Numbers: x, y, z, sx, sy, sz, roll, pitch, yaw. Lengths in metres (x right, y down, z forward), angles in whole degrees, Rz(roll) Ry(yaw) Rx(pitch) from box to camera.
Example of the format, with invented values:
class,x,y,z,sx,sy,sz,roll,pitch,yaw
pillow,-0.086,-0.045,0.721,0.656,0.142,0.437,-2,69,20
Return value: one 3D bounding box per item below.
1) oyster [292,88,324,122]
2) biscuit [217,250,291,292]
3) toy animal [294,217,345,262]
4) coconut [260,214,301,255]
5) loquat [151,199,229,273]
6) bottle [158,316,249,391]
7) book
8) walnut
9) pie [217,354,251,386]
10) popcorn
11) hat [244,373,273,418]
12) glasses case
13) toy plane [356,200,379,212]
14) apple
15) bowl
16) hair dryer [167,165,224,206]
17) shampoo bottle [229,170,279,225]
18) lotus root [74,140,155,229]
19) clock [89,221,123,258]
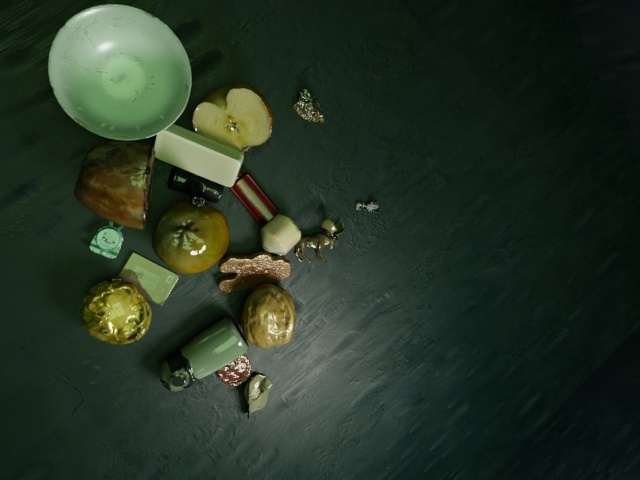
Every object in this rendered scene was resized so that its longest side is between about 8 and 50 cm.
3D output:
class,x,y,z,sx,sy,sz,roll,pitch,yaw
oyster,-0.037,-0.535,1.999,0.148,0.051,0.103,29,95,-31
biscuit,-0.266,0.125,1.994,0.295,0.044,0.185,-2,125,-21
toy animal,0.000,0.000,2.069,0.215,0.094,0.185,0,90,-12
coconut,-0.168,-0.015,1.979,0.153,0.147,0.147,-44,110,-16
loquat,-0.465,-0.013,1.799,0.276,0.284,0.275,0,85,-5
bottle,-0.461,0.454,1.931,0.347,0.168,0.168,-33,107,-10
book,-0.662,0.148,1.890,0.199,0.016,0.138,32,87,-21
walnut,-0.203,0.299,1.970,0.225,0.257,0.256,-10,103,-52
pie,-0.357,0.531,2.047,0.154,0.038,0.153,-4,102,-19
popcorn,-0.744,0.261,1.788,0.250,0.190,0.250,-1,96,-13
hat,-0.288,0.659,2.072,0.147,0.085,0.175,-21,134,-53
glasses case,-0.446,-0.313,1.811,0.313,0.070,0.131,22,127,-8
toy plane,0.211,-0.150,2.156,0.121,0.031,0.049,7,104,-24
apple,-0.311,-0.456,1.840,0.293,0.163,0.251,-18,122,17
bowl,-0.672,-0.551,1.687,0.435,0.196,0.434,-2,97,-20
hair dryer,-0.451,-0.175,1.799,0.197,0.251,0.089,20,107,-24
shampoo bottle,-0.280,-0.185,1.953,0.102,0.064,0.260,-41,109,-5
lotus root,-0.677,-0.225,1.681,0.250,0.316,0.315,15,93,-12
clock,-0.776,-0.009,1.812,0.101,0.041,0.135,24,89,-21
